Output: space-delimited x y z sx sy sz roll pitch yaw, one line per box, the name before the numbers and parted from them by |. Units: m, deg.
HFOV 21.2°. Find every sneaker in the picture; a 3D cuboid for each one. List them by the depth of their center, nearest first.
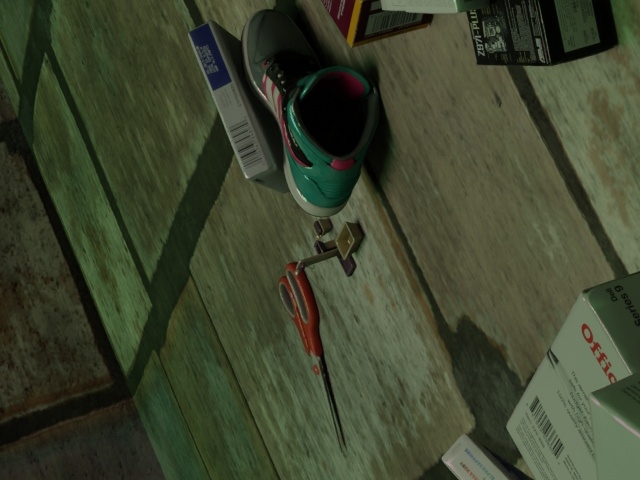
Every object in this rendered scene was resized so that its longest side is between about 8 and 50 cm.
sneaker | -0.014 -0.195 2.183 0.295 0.124 0.178 69 156 16

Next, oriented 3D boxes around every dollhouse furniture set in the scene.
dollhouse furniture set | 0.000 0.000 2.359 0.091 0.081 0.114 64 158 19

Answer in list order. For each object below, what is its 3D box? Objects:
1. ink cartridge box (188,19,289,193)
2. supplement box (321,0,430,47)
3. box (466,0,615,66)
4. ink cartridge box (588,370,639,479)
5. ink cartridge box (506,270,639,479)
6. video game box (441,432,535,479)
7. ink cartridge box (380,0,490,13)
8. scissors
ink cartridge box | -0.091 -0.175 2.336 0.223 0.045 0.224 68 -167 11
supplement box | 0.044 -0.323 1.958 0.188 0.104 0.080 60 155 29
box | 0.199 -0.263 1.655 0.147 0.078 0.180 12 118 66
ink cartridge box | 0.372 0.152 1.296 0.197 0.273 0.114 40 146 55
ink cartridge box | 0.312 0.186 1.677 0.211 0.122 0.289 62 157 25
video game box | 0.249 0.314 1.887 0.205 0.048 0.187 36 -172 -41
ink cartridge box | 0.101 -0.300 1.710 0.179 0.045 0.145 -157 53 -68
scissors | -0.005 0.178 2.602 0.109 0.021 0.297 -32 75 67
